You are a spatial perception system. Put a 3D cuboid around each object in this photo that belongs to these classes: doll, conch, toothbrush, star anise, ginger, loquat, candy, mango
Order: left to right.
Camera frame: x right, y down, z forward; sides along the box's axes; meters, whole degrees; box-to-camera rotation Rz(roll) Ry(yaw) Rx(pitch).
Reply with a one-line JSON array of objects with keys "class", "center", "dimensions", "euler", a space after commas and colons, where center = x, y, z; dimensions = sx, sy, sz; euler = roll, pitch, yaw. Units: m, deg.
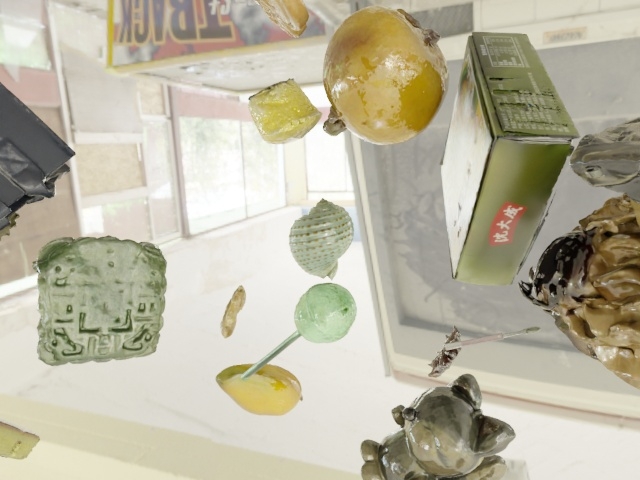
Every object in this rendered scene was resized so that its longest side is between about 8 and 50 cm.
[{"class": "ginger", "center": [-0.269, 0.221, 1.427], "dimensions": [0.053, 0.176, 0.193], "euler": [23, 174, -12]}, {"class": "mango", "center": [-0.177, 0.451, 1.407], "dimensions": [0.317, 0.176, 0.119], "euler": [35, -159, -34]}, {"class": "candy", "center": [-0.076, 0.224, 1.000], "dimensions": [0.119, 0.119, 0.440], "euler": [-15, 159, -46]}, {"class": "conch", "center": [-0.002, -0.005, 1.149], "dimensions": [0.172, 0.200, 0.131], "euler": [-3, 166, 9]}, {"class": "loquat", "center": [0.143, -0.382, 1.145], "dimensions": [0.359, 0.328, 0.328], "euler": [-40, 173, 27]}, {"class": "star anise", "center": [0.311, 0.278, 1.135], "dimensions": [0.042, 0.141, 0.141], "euler": [32, -161, 8]}, {"class": "doll", "center": [0.331, 0.530, 1.199], "dimensions": [0.379, 0.382, 0.252], "euler": [33, -156, -38]}, {"class": "toothbrush", "center": [0.356, 0.202, 0.954], "dimensions": [0.194, 0.014, 0.017], "euler": [-14, 164, 12]}]

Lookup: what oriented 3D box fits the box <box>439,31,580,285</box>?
[{"class": "box", "center": [0.364, -0.177, 0.984], "dimensions": [0.138, 0.373, 0.420], "euler": [5, -133, 5]}]

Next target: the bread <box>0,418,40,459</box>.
[{"class": "bread", "center": [-0.497, 0.300, 0.704], "dimensions": [0.088, 0.049, 0.226], "euler": [12, 149, 6]}]

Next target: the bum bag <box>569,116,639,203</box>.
[{"class": "bum bag", "center": [0.296, -0.075, 0.389], "dimensions": [0.102, 0.069, 0.248], "euler": [7, -159, 42]}]

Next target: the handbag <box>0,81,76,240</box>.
[{"class": "handbag", "center": [-0.570, -0.119, 0.642], "dimensions": [0.122, 0.329, 0.303], "euler": [-25, -155, 53]}]

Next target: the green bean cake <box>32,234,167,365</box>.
[{"class": "green bean cake", "center": [-0.401, 0.102, 0.842], "dimensions": [0.223, 0.227, 0.125], "euler": [2, -178, -27]}]

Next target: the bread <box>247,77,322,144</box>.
[{"class": "bread", "center": [-0.104, -0.370, 1.350], "dimensions": [0.197, 0.170, 0.197], "euler": [-29, -176, 2]}]

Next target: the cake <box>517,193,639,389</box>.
[{"class": "cake", "center": [0.459, 0.065, 0.663], "dimensions": [0.321, 0.332, 0.332], "euler": [-18, -178, 34]}]

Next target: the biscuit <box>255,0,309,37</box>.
[{"class": "biscuit", "center": [-0.094, -0.402, 0.711], "dimensions": [0.044, 0.202, 0.288], "euler": [-41, -169, 6]}]
